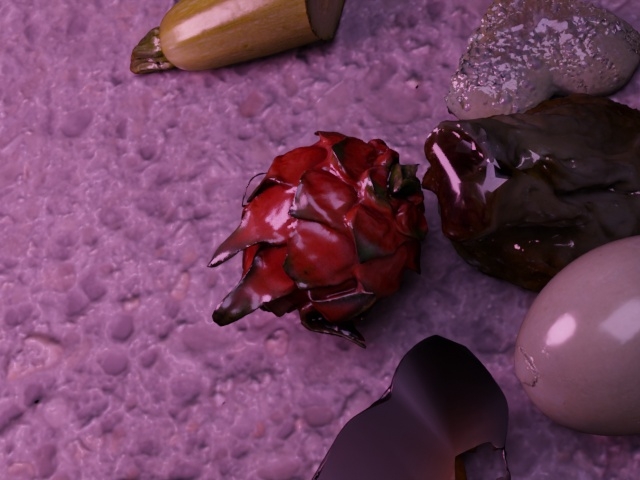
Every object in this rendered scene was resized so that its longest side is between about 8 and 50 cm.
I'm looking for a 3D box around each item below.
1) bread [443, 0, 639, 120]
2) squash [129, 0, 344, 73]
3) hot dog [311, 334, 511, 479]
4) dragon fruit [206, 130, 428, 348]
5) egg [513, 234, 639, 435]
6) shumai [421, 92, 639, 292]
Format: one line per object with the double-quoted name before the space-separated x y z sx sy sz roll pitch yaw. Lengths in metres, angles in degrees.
"bread" 0.242 -0.219 1.684 0.232 0.064 0.172 -19 65 3
"squash" -0.102 -0.254 1.755 0.288 0.137 0.137 -23 63 7
"hot dog" 0.081 0.272 1.483 0.194 0.107 0.326 39 70 16
"dragon fruit" 0.000 0.000 1.578 0.274 0.192 0.193 -39 27 18
"egg" 0.310 0.091 1.457 0.253 0.186 0.186 -24 63 0
"shumai" 0.245 -0.063 1.530 0.272 0.203 0.222 -24 71 -1
